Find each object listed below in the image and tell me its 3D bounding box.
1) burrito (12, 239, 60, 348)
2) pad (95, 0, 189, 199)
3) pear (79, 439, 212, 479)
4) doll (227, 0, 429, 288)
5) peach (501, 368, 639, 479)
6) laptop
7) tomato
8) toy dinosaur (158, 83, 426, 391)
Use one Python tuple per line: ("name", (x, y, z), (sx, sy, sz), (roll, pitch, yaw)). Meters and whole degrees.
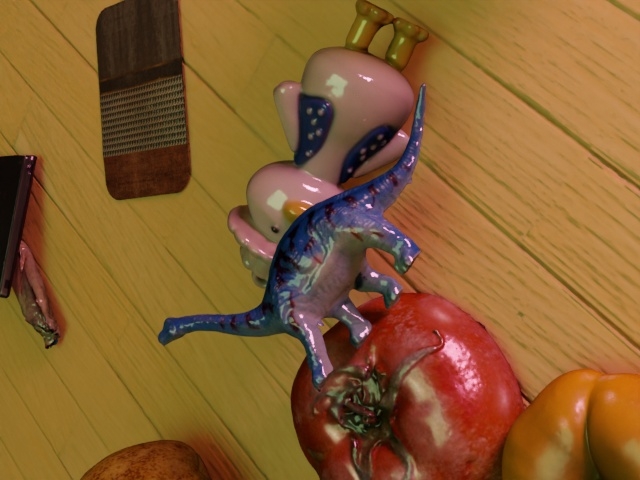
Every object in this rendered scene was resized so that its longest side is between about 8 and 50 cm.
("burrito", (-0.416, 0.073, 1.098), (0.051, 0.042, 0.171), (-44, 64, 37))
("pad", (-0.302, -0.174, 0.980), (0.324, 0.055, 0.249), (-4, 92, 20))
("pear", (-0.184, 0.321, 0.852), (0.197, 0.197, 0.197), (3, 95, 38))
("doll", (0.002, -0.074, 0.714), (0.293, 0.138, 0.119), (-61, 19, 21))
("peach", (0.222, 0.181, 0.569), (0.179, 0.103, 0.179), (0, 91, 38))
("laptop", (-0.477, -0.024, 1.116), (0.154, 0.026, 0.207), (3, 82, 39))
("tomato", (0.062, 0.164, 0.698), (0.237, 0.095, 0.236), (3, 94, 38))
("toy dinosaur", (0.011, 0.029, 0.653), (0.329, 0.076, 0.144), (-43, 73, 12))
